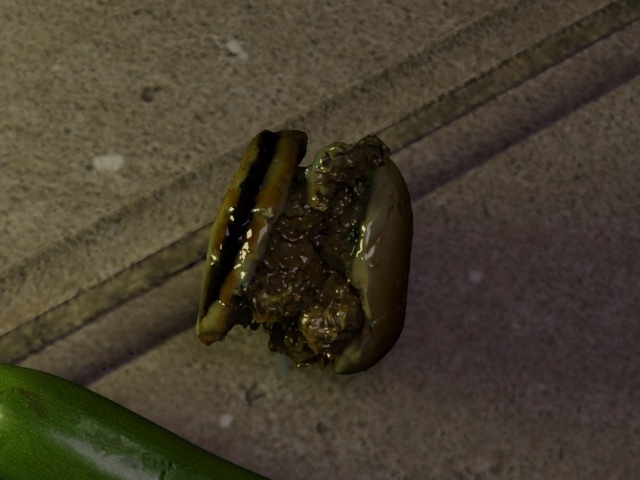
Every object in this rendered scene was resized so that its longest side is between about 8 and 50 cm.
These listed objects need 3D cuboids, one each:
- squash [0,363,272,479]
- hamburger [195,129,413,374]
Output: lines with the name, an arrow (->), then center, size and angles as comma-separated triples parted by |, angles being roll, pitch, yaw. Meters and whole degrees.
squash -> -0.095, 0.158, 1.052 | 0.292, 0.082, 0.082 | 26, 66, 1
hamburger -> 0.000, 0.000, 1.085 | 0.131, 0.185, 0.159 | 15, 51, 0
